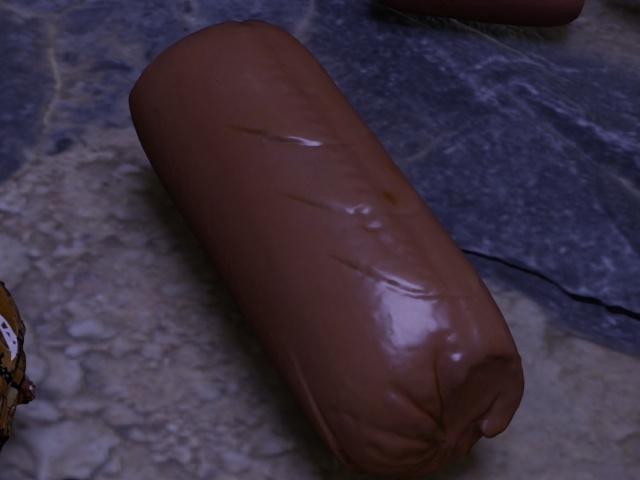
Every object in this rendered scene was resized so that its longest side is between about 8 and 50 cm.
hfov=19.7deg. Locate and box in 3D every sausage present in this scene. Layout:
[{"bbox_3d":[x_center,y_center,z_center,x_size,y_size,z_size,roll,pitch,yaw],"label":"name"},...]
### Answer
[{"bbox_3d":[0.001,0.001,1.021,0.121,0.121,0.304,-15,50,-25],"label":"sausage"},{"bbox_3d":[0.108,-0.184,1.285,0.154,0.062,0.062,6,42,-6],"label":"sausage"}]

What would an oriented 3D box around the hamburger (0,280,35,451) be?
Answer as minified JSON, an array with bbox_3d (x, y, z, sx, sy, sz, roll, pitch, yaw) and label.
[{"bbox_3d":[-0.262,0.062,0.917,0.231,0.107,0.231,11,42,-10],"label":"hamburger"}]
